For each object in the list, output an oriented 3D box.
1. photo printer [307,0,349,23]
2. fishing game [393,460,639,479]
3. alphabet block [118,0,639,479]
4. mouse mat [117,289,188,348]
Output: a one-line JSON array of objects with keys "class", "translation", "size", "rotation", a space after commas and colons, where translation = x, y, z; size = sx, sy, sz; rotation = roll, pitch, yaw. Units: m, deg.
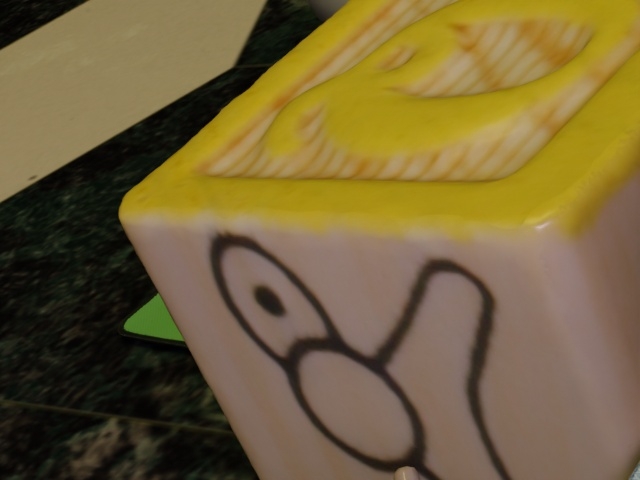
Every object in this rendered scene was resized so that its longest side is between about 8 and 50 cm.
[{"class": "photo printer", "translation": [0.144, -0.156, 1.019], "size": [0.256, 0.107, 0.307], "rotation": [-28, 26, -6]}, {"class": "fishing game", "translation": [0.156, 0.115, 0.475], "size": [0.264, 0.041, 0.189], "rotation": [-9, 52, -10]}, {"class": "alphabet block", "translation": [0.086, 0.019, 0.642], "size": [0.192, 0.197, 0.193], "rotation": [3, 37, 44]}, {"class": "mouse mat", "translation": [0.000, 0.000, 0.973], "size": [0.153, 0.007, 0.190], "rotation": [6, 40, 47]}]
